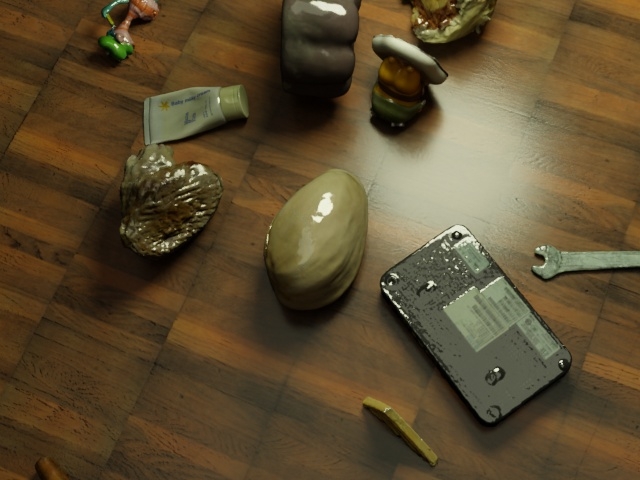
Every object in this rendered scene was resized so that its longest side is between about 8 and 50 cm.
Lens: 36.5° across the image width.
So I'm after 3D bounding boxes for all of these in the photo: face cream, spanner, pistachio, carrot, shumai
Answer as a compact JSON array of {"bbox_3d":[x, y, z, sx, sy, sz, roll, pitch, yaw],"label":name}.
[{"bbox_3d":[-0.265,-0.268,2.022,0.224,0.070,0.114,-9,68,11],"label":"face cream"},{"bbox_3d":[0.555,0.039,1.856,0.302,0.017,0.071,-1,70,5],"label":"spanner"},{"bbox_3d":[0.000,0.000,1.843,0.197,0.166,0.288,34,70,-9],"label":"pistachio"},{"bbox_3d":[-0.466,0.463,1.763,0.055,0.055,0.161,-36,63,-9],"label":"carrot"},{"bbox_3d":[-0.318,-0.074,1.917,0.185,0.184,0.218,25,83,49],"label":"shumai"}]

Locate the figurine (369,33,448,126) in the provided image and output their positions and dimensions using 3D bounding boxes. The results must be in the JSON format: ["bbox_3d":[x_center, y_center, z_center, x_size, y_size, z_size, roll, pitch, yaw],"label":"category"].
[{"bbox_3d":[0.146,-0.309,1.925,0.166,0.250,0.141,30,93,11],"label":"figurine"}]

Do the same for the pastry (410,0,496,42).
[{"bbox_3d":[0.283,-0.550,2.001,0.170,0.237,0.256,-3,63,-26],"label":"pastry"}]

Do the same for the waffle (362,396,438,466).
[{"bbox_3d":[0.146,0.348,1.773,0.023,0.097,0.153,-46,105,-14],"label":"waffle"}]

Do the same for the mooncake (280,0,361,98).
[{"bbox_3d":[0.003,-0.436,1.945,0.154,0.306,0.306,7,70,1],"label":"mooncake"}]

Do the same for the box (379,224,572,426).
[{"bbox_3d":[0.285,0.155,1.813,0.211,0.058,0.350,-35,71,-9],"label":"box"}]

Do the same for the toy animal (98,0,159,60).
[{"bbox_3d":[-0.408,-0.492,2.092,0.103,0.100,0.208,37,88,-23],"label":"toy animal"}]
